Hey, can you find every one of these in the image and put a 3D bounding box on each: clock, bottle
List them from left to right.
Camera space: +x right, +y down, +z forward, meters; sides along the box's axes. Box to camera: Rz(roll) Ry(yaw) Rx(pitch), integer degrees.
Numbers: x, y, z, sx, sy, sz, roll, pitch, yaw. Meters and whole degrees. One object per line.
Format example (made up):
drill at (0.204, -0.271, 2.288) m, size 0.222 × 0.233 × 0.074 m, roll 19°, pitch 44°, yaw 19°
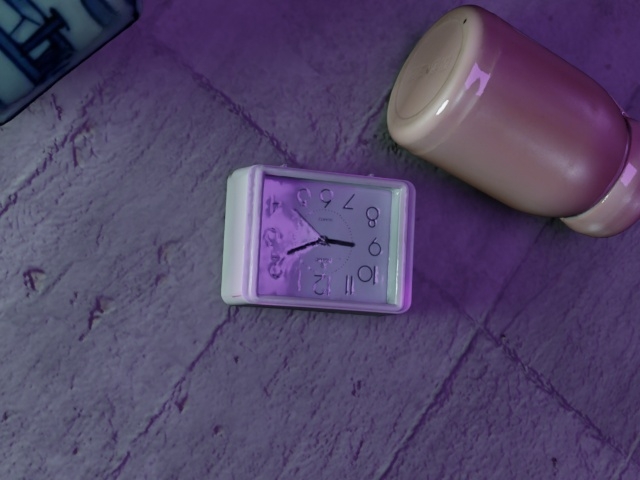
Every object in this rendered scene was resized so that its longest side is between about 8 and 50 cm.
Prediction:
clock at (0.000, 0.000, 1.513) m, size 0.197 × 0.063 × 0.150 m, roll 6°, pitch 84°, yaw -24°
bottle at (0.238, -0.130, 1.580) m, size 0.297 × 0.173 × 0.206 m, roll 27°, pitch 42°, yaw -20°

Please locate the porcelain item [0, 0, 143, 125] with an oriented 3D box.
porcelain item at (-0.314, -0.261, 1.267) m, size 0.286 × 0.157 × 0.281 m, roll -36°, pitch 131°, yaw 2°
